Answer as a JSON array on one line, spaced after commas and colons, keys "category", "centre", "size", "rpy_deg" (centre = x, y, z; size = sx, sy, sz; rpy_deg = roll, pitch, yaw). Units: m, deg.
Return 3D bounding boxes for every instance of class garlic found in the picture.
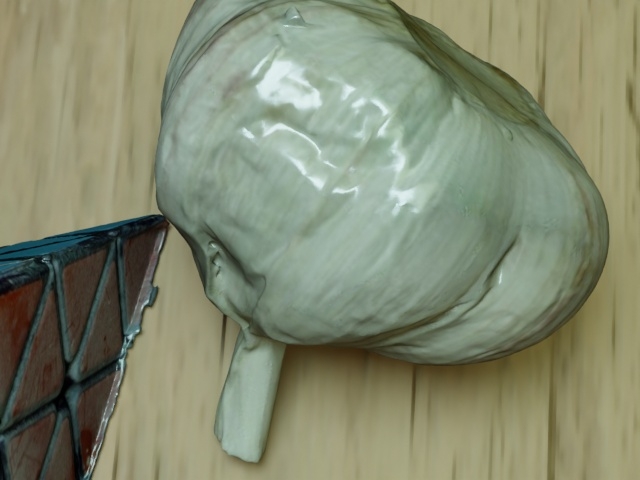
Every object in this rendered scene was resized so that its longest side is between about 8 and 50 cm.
[{"category": "garlic", "centre": [0.000, 0.000, 0.756], "size": [0.219, 0.218, 0.212], "rpy_deg": [35, 105, 1]}]

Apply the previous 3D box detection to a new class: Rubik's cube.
[{"category": "Rubik's cube", "centre": [-0.191, 0.077, 0.748], "size": [0.178, 0.211, 0.190], "rpy_deg": [8, 96, 15]}]
